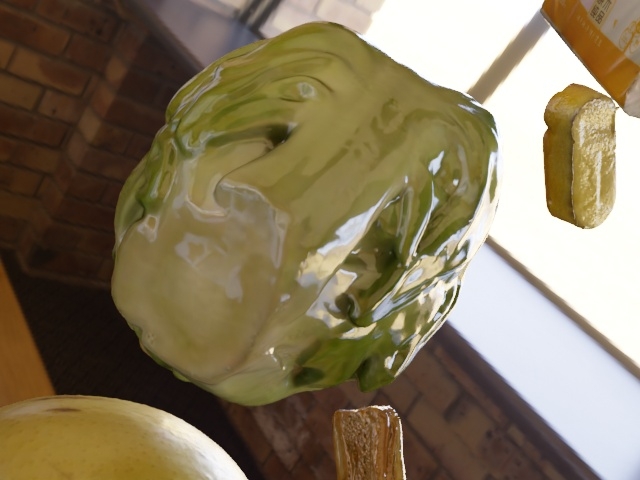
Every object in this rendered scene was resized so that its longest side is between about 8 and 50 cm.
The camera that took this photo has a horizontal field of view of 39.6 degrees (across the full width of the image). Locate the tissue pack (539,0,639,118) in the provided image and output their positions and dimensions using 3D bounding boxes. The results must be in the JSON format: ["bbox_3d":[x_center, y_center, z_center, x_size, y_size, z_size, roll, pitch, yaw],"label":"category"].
[{"bbox_3d":[0.364,-0.216,0.919,0.185,0.124,0.225,11,36,-19],"label":"tissue pack"}]

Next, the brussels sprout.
[{"bbox_3d":[0.002,-0.014,0.688,0.247,0.328,0.328,19,9,31],"label":"brussels sprout"}]

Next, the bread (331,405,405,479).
[{"bbox_3d":[0.081,0.407,1.440,0.077,0.139,0.270,4,75,-42],"label":"bread"}]

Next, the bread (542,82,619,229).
[{"bbox_3d":[0.415,-0.133,1.431,0.102,0.245,0.094,-24,35,-17],"label":"bread"}]

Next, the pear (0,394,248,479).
[{"bbox_3d":[-0.213,0.309,0.808,0.348,0.348,0.348,29,17,-10],"label":"pear"}]
